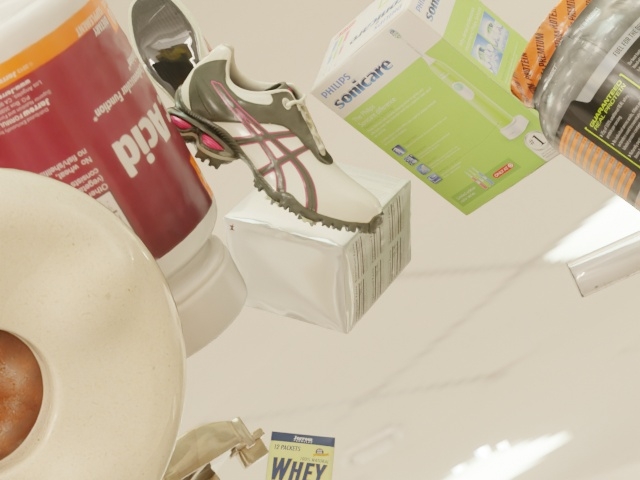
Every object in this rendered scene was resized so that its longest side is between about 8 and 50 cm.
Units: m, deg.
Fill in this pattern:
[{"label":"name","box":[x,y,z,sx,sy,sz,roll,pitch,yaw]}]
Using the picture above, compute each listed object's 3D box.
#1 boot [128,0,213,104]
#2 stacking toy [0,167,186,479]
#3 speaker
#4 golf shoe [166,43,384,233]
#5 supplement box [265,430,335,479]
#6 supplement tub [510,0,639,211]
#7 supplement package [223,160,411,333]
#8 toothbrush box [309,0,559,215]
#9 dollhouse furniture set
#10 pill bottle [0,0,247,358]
[{"label":"boot","box":[-0.159,-0.215,1.994,0.088,0.244,0.176,-32,-3,8]},{"label":"stacking toy","box":[-0.365,0.086,1.294,0.350,0.351,0.480,-15,18,-31]},{"label":"speaker","box":[0.408,0.027,2.067,0.136,0.055,0.055,-25,-20,6]},{"label":"golf shoe","box":[-0.037,-0.104,1.671,0.120,0.272,0.105,-58,3,14]},{"label":"supplement box","box":[-0.020,0.218,1.300,0.056,0.083,0.083,6,-27,-1]},{"label":"supplement tub","box":[0.363,-0.122,1.555,0.193,0.316,0.193,-46,-16,-18]},{"label":"supplement package","box":[0.000,0.000,2.157,0.203,0.194,0.149,-45,-39,-46]},{"label":"toothbrush box","box":[0.165,-0.194,1.971,0.283,0.122,0.206,35,-44,-18]},{"label":"dollhouse furniture set","box":[-0.214,0.238,1.865,0.355,0.174,0.303,-29,-13,-28]},{"label":"pill bottle","box":[-0.244,-0.063,1.563,0.224,0.392,0.224,-24,23,11]}]
